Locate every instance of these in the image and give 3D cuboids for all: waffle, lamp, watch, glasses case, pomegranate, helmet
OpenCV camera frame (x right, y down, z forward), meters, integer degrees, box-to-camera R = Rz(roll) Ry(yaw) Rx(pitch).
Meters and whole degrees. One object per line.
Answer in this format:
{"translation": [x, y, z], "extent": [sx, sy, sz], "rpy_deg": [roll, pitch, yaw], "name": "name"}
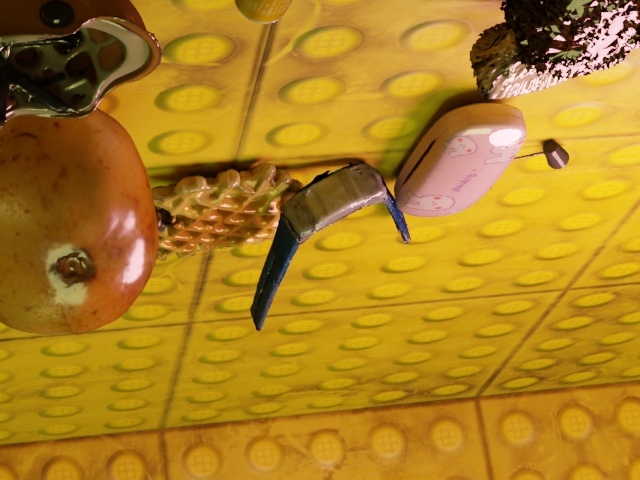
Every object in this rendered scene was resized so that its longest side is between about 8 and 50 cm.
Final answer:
{"translation": [-0.141, -0.038, 2.443], "extent": [0.250, 0.056, 0.261], "rpy_deg": [-11, 158, 5], "name": "waffle"}
{"translation": [0.282, -0.111, 2.457], "extent": [0.121, 0.041, 0.054], "rpy_deg": [-18, 150, 16], "name": "lamp"}
{"translation": [-0.011, 0.004, 2.493], "extent": [0.276, 0.068, 0.274], "rpy_deg": [-32, 161, 0], "name": "watch"}
{"translation": [0.184, -0.104, 2.367], "extent": [0.113, 0.075, 0.297], "rpy_deg": [-1, 158, -15], "name": "glasses case"}
{"translation": [-0.321, -0.026, 2.059], "extent": [0.307, 0.307, 0.307], "rpy_deg": [-8, 160, -3], "name": "pomegranate"}
{"translation": [-0.287, -0.212, 1.803], "extent": [0.224, 0.130, 0.198], "rpy_deg": [-18, 163, -7], "name": "helmet"}

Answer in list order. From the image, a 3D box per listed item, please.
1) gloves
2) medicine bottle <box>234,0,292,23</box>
{"translation": [0.302, -0.256, 1.926], "extent": [0.210, 0.135, 0.312], "rpy_deg": [4, 154, -16], "name": "gloves"}
{"translation": [-0.033, -0.294, 1.776], "extent": [0.074, 0.074, 0.218], "rpy_deg": [-2, 160, -18], "name": "medicine bottle"}
